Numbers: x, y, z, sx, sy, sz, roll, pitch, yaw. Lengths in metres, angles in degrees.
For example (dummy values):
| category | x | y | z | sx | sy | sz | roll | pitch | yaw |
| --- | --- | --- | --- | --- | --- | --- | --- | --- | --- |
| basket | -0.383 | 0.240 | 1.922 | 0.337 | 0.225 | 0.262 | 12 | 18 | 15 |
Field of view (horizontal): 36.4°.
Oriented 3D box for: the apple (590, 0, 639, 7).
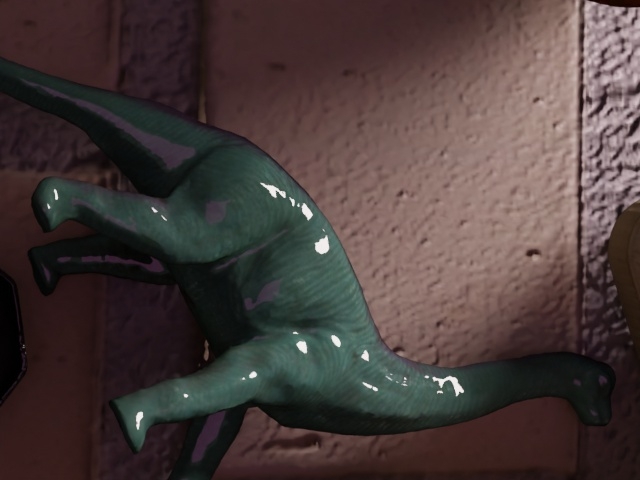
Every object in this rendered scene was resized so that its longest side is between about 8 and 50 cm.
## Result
| category | x | y | z | sx | sy | sz | roll | pitch | yaw |
| --- | --- | --- | --- | --- | --- | --- | --- | --- | --- |
| apple | 0.196 | -0.267 | 0.589 | 0.230 | 0.230 | 0.230 | 0 | 88 | -12 |

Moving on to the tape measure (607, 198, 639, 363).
| category | x | y | z | sx | sy | sz | roll | pitch | yaw |
| --- | --- | --- | --- | --- | --- | --- | --- | --- | --- |
| tape measure | 0.336 | 0.074 | 0.655 | 0.231 | 0.133 | 0.271 | -18 | 94 | -4 |

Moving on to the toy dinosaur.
| category | x | y | z | sx | sy | sz | roll | pitch | yaw |
| --- | --- | --- | --- | --- | --- | --- | --- | --- | --- |
| toy dinosaur | 0.000 | 0.000 | 0.613 | 0.330 | 0.129 | 0.384 | -23 | 92 | -22 |

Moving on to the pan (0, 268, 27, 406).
| category | x | y | z | sx | sy | sz | roll | pitch | yaw |
| --- | --- | --- | --- | --- | --- | --- | --- | --- | --- |
| pan | -0.244 | 0.021 | 0.573 | 0.128 | 0.048 | 0.202 | -7 | 91 | -13 |
